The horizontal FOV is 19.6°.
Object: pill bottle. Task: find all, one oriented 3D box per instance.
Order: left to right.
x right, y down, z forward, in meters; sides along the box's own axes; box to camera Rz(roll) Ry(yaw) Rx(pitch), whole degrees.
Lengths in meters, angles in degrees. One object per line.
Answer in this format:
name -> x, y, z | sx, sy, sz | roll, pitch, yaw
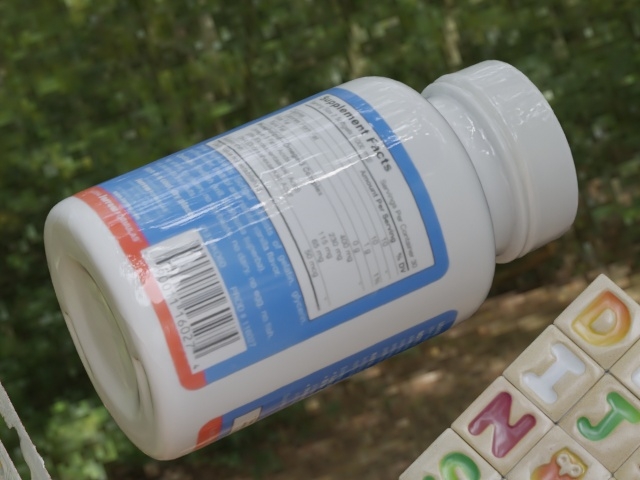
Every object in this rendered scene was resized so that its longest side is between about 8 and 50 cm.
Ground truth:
pill bottle -> 0.000, 0.000, 0.832 | 0.222, 0.124, 0.124 | -23, 1, -21

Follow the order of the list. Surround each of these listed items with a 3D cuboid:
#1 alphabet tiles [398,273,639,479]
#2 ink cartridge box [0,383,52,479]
alphabet tiles -> 0.238, 0.193, 1.377 | 0.342, 0.285, 0.011 | -44, -19, -10
ink cartridge box -> -0.192, 0.203, 1.220 | 0.056, 0.224, 0.181 | -3, 33, -30
